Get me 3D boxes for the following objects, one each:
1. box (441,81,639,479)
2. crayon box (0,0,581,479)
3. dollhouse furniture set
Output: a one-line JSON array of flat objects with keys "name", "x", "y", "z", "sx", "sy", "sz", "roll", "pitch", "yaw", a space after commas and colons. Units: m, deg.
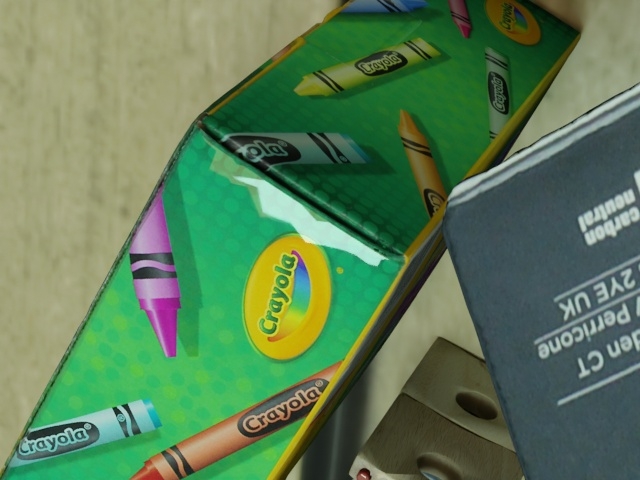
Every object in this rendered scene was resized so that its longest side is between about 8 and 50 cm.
[{"name": "box", "x": 0.251, "y": 0.134, "z": 0.545, "sx": 0.212, "sy": 0.293, "sz": 0.395, "roll": -31, "pitch": 66, "yaw": 32}, {"name": "crayon box", "x": 0.000, "y": 0.000, "z": 0.686, "sx": 0.081, "sy": 0.278, "sz": 0.165, "roll": 34, "pitch": 117, "yaw": 5}, {"name": "dollhouse furniture set", "x": -0.013, "y": 0.106, "z": 0.816, "sx": 0.184, "sy": 0.129, "sz": 0.129, "roll": 27, "pitch": 117, "yaw": 8}]
